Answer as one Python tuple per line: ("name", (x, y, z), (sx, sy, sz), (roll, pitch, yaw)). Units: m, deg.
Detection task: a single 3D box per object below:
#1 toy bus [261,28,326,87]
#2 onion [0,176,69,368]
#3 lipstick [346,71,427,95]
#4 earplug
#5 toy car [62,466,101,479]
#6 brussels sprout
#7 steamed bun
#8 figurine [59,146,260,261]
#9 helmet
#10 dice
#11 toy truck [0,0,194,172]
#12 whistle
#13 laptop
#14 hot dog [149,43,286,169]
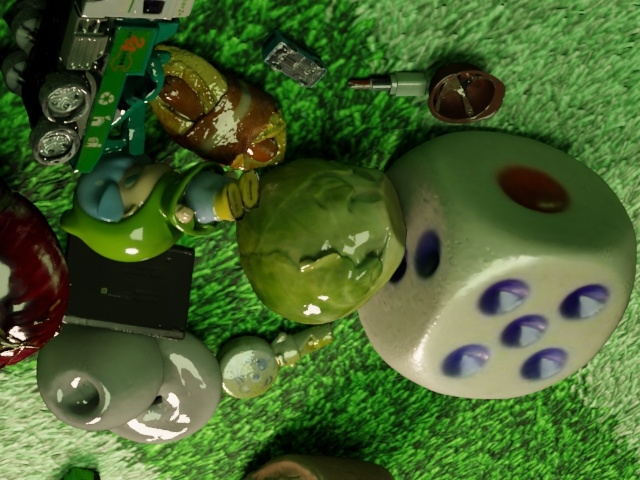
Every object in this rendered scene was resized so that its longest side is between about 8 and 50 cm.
("toy bus", (-0.034, -0.232, 1.781), (0.083, 0.046, 0.038), (26, 120, -36))
("onion", (-0.464, 0.025, 1.767), (0.314, 0.232, 0.314), (7, 132, 7))
("lipstick", (0.088, -0.209, 1.866), (0.107, 0.025, 0.025), (-1, 134, -11))
("earplug", (-0.282, 0.211, 2.047), (0.214, 0.175, 0.325), (-34, 147, 17))
("toy car", (-0.424, 0.447, 2.315), (0.062, 0.071, 0.165), (29, 120, -22))
("brussels sprout", (0.000, 0.000, 1.901), (0.244, 0.244, 0.244), (-11, 137, -10))
("steamed bun", (-0.025, 0.469, 2.407), (0.252, 0.199, 0.301), (1, 145, -45))
("figurine", (-0.206, -0.047, 1.782), (0.263, 0.162, 0.143), (-2, 117, 30))
("helmet", (0.188, -0.207, 1.881), (0.111, 0.057, 0.089), (5, 129, -25))
("dice", (0.242, 0.036, 1.995), (0.304, 0.277, 0.304), (2, 132, -26))
("toy truck", (-0.256, -0.237, 1.612), (0.178, 0.176, 0.363), (-5, 137, -29))
("whistle", (-0.075, 0.176, 2.186), (0.198, 0.057, 0.104), (-25, 123, -6))
("laptop", (-0.267, 0.062, 1.946), (0.197, 0.135, 0.016), (11, 170, -30))
("hot dog", (-0.126, -0.152, 1.792), (0.262, 0.093, 0.123), (26, 120, -39))
